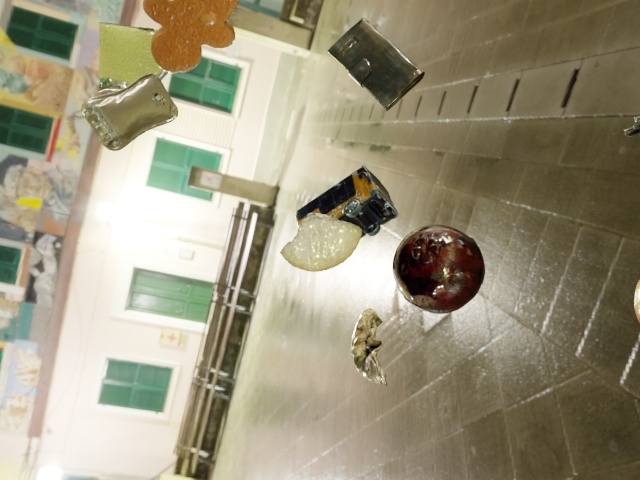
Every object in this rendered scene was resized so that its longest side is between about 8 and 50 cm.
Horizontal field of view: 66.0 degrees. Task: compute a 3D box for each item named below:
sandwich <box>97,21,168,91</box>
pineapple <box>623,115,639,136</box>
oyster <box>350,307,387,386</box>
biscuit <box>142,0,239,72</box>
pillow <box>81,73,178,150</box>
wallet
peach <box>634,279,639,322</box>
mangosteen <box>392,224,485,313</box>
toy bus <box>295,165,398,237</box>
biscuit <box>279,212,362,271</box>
[{"bbox_3d":[-0.496,-0.493,1.394,0.063,0.244,0.212,146,122,-69],"label":"sandwich"},{"bbox_3d":[0.741,-0.341,0.999,0.141,0.170,0.310,-115,27,-42],"label":"pineapple"},{"bbox_3d":[0.131,0.287,1.312,0.294,0.093,0.166,-82,-5,-86],"label":"oyster"},{"bbox_3d":[-0.276,-0.498,1.070,0.324,0.205,0.049,-48,44,41],"label":"biscuit"},{"bbox_3d":[-0.449,-0.309,1.181,0.217,0.130,0.033,-40,20,-34],"label":"pillow"},{"bbox_3d":[0.174,-0.571,1.581,0.169,0.317,0.044,-41,-22,6],"label":"wallet"},{"bbox_3d":[0.895,0.159,1.250,0.197,0.197,0.198,-167,90,-77],"label":"peach"},{"bbox_3d":[0.255,0.065,1.064,0.210,0.209,0.210,-167,90,-77],"label":"mangosteen"},{"bbox_3d":[0.083,-0.089,1.684,0.323,0.162,0.194,-33,42,19],"label":"toy bus"},{"bbox_3d":[0.000,0.000,1.532,0.040,0.265,0.188,52,-163,-85],"label":"biscuit"}]
